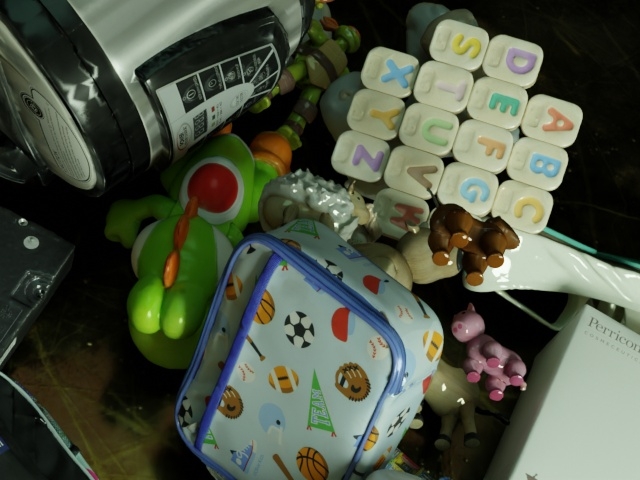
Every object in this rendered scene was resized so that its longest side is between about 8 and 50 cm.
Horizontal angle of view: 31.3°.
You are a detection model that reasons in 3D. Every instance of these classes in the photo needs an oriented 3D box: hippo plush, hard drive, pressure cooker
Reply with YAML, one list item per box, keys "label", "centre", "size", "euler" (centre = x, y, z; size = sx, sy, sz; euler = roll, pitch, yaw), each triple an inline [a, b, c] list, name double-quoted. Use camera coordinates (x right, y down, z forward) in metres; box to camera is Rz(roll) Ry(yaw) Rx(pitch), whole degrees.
- label: "hippo plush"
  centre: [0.126, -0.150, 1.543]
  size: [0.236, 0.234, 0.294]
  euler: [-29, 94, -6]
- label: "hard drive"
  centre: [-0.483, 0.025, 1.286]
  size: [0.339, 0.064, 0.237]
  euler: [27, 54, -1]
- label: "pressure cooker"
  centre: [-0.263, -0.255, 1.301]
  size: [0.420, 0.375, 0.370]
  euler: [-41, 117, -20]

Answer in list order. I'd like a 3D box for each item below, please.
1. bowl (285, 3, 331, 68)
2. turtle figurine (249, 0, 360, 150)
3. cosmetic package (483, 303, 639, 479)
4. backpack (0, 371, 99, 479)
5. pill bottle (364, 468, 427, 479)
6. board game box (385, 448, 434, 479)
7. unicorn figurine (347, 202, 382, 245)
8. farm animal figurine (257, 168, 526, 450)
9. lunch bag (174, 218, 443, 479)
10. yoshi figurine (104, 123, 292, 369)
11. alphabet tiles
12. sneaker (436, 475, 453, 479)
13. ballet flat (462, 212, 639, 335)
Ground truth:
- label: "bowl"
  centre: [-0.047, -0.309, 1.654]
  size: [0.142, 0.053, 0.142]
  euler: [12, 56, -13]
- label: "turtle figurine"
  centre: [-0.014, -0.243, 1.570]
  size: [0.217, 0.087, 0.269]
  euler: [-48, 125, -25]
- label: "cosmetic package"
  centre: [0.308, 0.291, 1.324]
  size: [0.217, 0.156, 0.385]
  euler: [28, 55, 3]
- label: "backpack"
  centre: [-0.321, 0.283, 1.097]
  size: [0.253, 0.191, 0.225]
  euler: [41, 58, 18]
- label: "pill bottle"
  centre: [0.062, 0.375, 1.091]
  size: [0.162, 0.162, 0.278]
  euler: [25, 92, -2]
- label: "board game box"
  centre: [0.009, 0.295, 1.281]
  size: [0.194, 0.060, 0.194]
  euler: [40, 54, 9]
- label: "unicorn figurine"
  centre: [0.000, 0.000, 1.394]
  size: [0.162, 0.111, 0.060]
  euler: [-3, 60, 24]
- label: "farm animal figurine"
  centre: [0.085, 0.066, 1.325]
  size: [0.327, 0.330, 0.172]
  euler: [7, 35, 1]
- label: "lunch bag"
  centre: [-0.027, 0.143, 1.166]
  size: [0.243, 0.303, 0.115]
  euler: [36, 31, 20]
- label: "yoshi figurine"
  centre: [-0.150, 0.012, 1.374]
  size: [0.203, 0.203, 0.362]
  euler: [57, 31, -28]
- label: "alphabet tiles"
  centre: [0.166, -0.126, 1.405]
  size: [0.278, 0.021, 0.284]
  euler: [19, 85, 8]
- label: "sneaker"
  centre: [0.124, 0.331, 1.257]
  size: [0.052, 0.135, 0.058]
  euler: [9, 18, -48]
- label: "ballet flat"
  centre: [0.355, 0.064, 1.502]
  size: [0.400, 0.139, 0.139]
  euler: [17, 54, -19]
